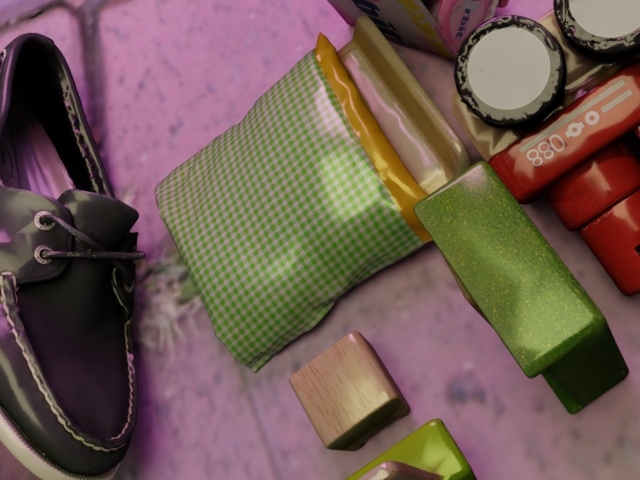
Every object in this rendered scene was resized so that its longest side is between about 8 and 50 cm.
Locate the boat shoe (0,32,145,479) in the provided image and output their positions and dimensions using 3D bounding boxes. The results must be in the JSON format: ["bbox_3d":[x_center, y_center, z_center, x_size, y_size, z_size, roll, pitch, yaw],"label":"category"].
[{"bbox_3d":[-0.175,-0.007,0.645,0.113,0.127,0.340,-38,52,20],"label":"boat shoe"}]

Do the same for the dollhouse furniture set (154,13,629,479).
[{"bbox_3d":[0.000,0.000,0.549,0.197,0.151,0.301,-37,62,9],"label":"dollhouse furniture set"}]

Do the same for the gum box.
[{"bbox_3d":[0.033,-0.186,0.588,0.107,0.188,0.062,30,86,36],"label":"gum box"}]

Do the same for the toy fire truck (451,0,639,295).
[{"bbox_3d":[0.213,-0.048,0.500,0.217,0.158,0.246,-35,82,14],"label":"toy fire truck"}]
